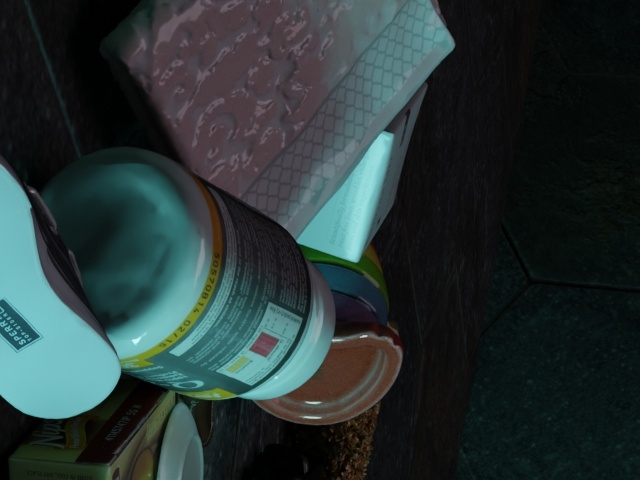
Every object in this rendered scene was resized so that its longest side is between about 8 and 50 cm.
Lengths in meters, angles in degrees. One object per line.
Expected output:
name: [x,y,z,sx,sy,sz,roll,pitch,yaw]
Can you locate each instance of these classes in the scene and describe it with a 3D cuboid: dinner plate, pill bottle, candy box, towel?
dinner plate: [-0.113,0.203,1.600,0.141,0.017,0.141,4,90,-81]
pill bottle: [-0.102,0.037,1.525,0.278,0.162,0.162,32,63,-62]
candy box: [-0.177,0.287,1.565,0.183,0.087,0.316,-53,145,-70]
towel: [-0.020,-0.169,1.674,0.332,0.053,0.317,-51,142,-22]

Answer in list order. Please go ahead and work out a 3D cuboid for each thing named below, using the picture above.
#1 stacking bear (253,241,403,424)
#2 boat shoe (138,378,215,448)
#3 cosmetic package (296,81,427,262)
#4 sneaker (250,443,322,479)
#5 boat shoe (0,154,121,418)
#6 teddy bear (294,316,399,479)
stacking bear: [0.001,0.041,2.131,0.164,0.175,0.289,102,-5,-45]
boat shoe: [-0.112,0.107,1.769,0.257,0.095,0.095,81,19,-48]
cosmetic package: [0.006,-0.094,2.028,0.184,0.151,0.151,-58,164,-64]
sneaker: [-0.031,0.312,2.230,0.227,0.087,0.130,56,47,-62]
boat shoe: [-0.219,0.000,1.266,0.301,0.108,0.102,57,5,-51]
teddy bear: [0.033,0.216,2.429,0.245,0.113,0.338,48,48,-76]
